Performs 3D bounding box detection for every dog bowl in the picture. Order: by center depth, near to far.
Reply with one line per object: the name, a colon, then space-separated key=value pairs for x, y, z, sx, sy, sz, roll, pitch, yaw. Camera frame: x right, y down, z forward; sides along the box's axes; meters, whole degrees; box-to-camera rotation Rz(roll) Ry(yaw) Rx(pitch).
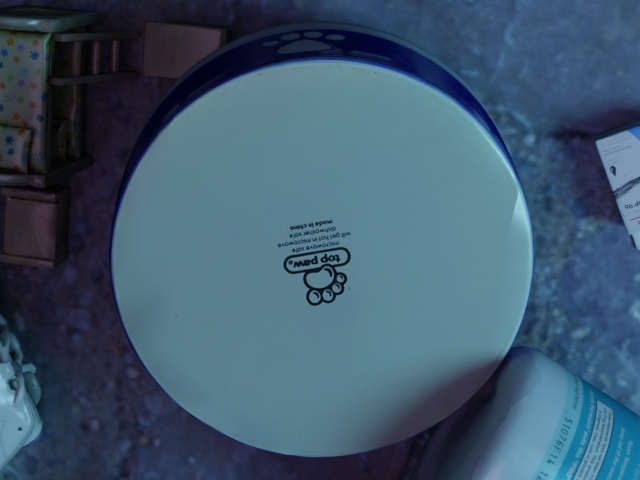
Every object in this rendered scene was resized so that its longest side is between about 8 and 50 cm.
dog bowl: x=0.000 y=0.000 z=0.909 sx=0.264 sy=0.104 sz=0.265 roll=0 pitch=109 yaw=-1

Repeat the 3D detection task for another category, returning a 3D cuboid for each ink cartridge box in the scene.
ink cartridge box: x=0.215 y=-0.036 z=0.928 sx=0.048 sy=0.028 sz=0.083 roll=-20 pitch=98 yaw=15

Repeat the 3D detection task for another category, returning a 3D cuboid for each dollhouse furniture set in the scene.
dollhouse furniture set: x=-0.149 y=-0.058 z=0.960 sx=0.160 sy=0.101 sz=0.182 roll=7 pitch=103 yaw=10

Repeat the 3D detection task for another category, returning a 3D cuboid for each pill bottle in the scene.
pill bottle: x=0.195 y=0.192 z=0.911 sx=0.264 sy=0.146 sz=0.146 roll=33 pitch=107 yaw=-6

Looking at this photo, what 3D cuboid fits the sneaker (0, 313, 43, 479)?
sneaker: x=-0.262 y=0.089 z=1.029 sx=0.129 sy=0.111 sz=0.297 roll=5 pitch=110 yaw=-1
